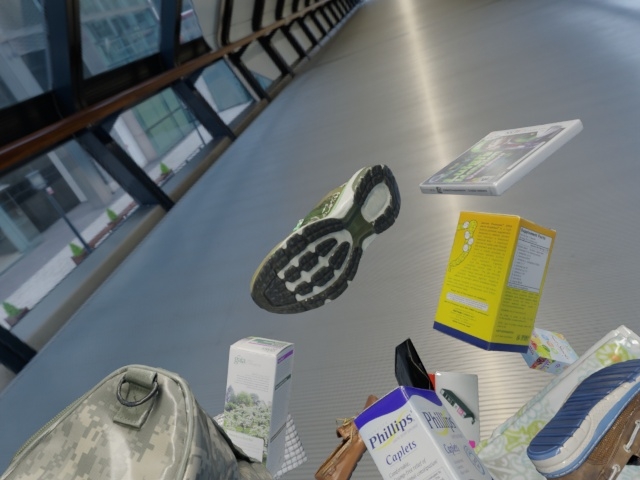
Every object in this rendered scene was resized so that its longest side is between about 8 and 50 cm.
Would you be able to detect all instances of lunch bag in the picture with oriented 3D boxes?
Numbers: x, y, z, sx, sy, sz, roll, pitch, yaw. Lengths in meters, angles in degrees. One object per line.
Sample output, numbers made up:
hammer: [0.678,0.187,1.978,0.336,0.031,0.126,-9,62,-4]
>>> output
lunch bag: [-0.162,0.294,0.408,0.212,0.305,0.256,10,49,24]

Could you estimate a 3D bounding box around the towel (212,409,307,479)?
towel: [-0.210,0.602,1.269,0.283,0.235,0.121,-21,3,-16]

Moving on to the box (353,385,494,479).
box: [0.122,0.244,0.483,0.072,0.126,0.137,-42,54,11]

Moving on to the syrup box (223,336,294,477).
syrup box: [-0.115,0.306,0.789,0.093,0.237,0.096,5,0,17]

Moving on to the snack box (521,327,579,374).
snack box: [0.835,0.406,1.580,0.206,0.070,0.175,16,29,-13]

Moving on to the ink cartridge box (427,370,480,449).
ink cartridge box: [0.360,0.545,1.311,0.238,0.060,0.275,0,73,13]

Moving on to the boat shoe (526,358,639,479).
boat shoe: [0.275,0.180,0.412,0.183,0.066,0.066,-27,-12,-23]

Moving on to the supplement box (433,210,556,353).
supplement box: [0.488,0.114,1.211,0.194,0.357,0.195,14,0,-34]

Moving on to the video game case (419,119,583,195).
video game case: [0.279,-0.130,0.683,0.190,0.022,0.173,-36,19,-16]

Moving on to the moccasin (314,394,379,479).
moccasin: [0.111,0.766,1.661,0.147,0.139,0.380,34,70,8]

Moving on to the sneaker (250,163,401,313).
sneaker: [0.000,0.000,0.887,0.410,0.158,0.182,-42,20,-32]

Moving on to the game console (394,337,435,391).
game console: [0.230,0.443,1.068,0.043,0.362,0.213,-4,23,-4]

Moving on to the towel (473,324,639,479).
towel: [0.497,0.376,0.711,0.374,0.320,0.090,-49,-18,13]
